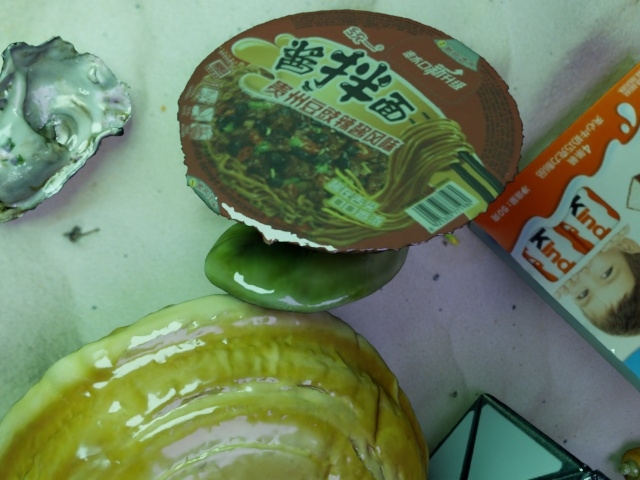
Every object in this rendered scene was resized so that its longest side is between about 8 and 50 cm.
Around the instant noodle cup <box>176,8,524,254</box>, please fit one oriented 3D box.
[{"bbox_3d":[0.023,-0.074,0.583,0.274,0.274,0.090,-20,145,-15],"label":"instant noodle cup"}]

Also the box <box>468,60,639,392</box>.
[{"bbox_3d":[0.344,-0.018,0.734,0.273,0.265,0.048,-43,165,-4],"label":"box"}]

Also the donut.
[{"bbox_3d":[-0.094,0.257,0.667,0.449,0.198,0.448,-8,114,-18],"label":"donut"}]

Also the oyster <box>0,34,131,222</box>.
[{"bbox_3d":[-0.233,-0.086,0.555,0.165,0.053,0.108,-51,139,-6],"label":"oyster"}]

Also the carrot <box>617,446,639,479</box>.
[{"bbox_3d":[0.539,0.350,1.041,0.257,0.061,0.061,17,102,-21],"label":"carrot"}]

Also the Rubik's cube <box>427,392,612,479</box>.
[{"bbox_3d":[0.238,0.357,0.785,0.250,0.246,0.248,40,86,-14],"label":"Rubik's cube"}]

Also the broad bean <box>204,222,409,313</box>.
[{"bbox_3d":[-0.001,-0.002,0.630,0.207,0.153,0.072,-43,139,-31],"label":"broad bean"}]
